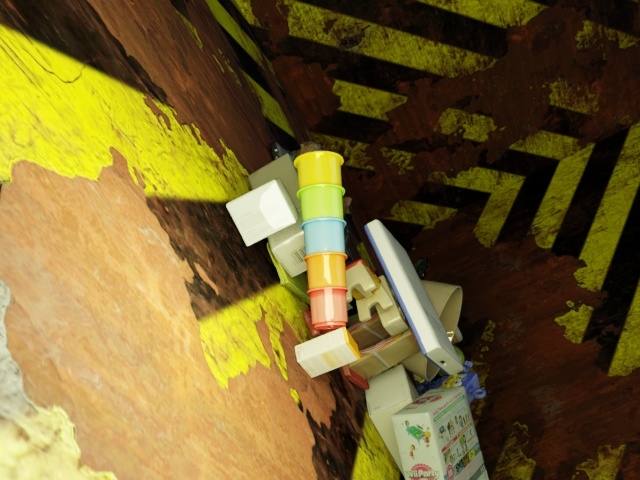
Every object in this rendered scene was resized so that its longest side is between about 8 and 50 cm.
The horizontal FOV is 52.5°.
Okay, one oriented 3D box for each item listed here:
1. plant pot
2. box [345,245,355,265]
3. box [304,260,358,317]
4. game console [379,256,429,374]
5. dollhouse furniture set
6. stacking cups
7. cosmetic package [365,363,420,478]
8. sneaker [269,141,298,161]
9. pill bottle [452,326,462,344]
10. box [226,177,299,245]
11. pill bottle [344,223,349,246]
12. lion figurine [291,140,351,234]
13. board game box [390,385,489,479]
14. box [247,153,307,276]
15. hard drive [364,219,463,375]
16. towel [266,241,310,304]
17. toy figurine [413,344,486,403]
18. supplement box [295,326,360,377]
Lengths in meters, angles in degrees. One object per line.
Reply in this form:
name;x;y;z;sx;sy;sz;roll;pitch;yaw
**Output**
plant pot;0.199;0.199;1.706;0.256;0.274;0.256;-46;145;-45
box;0.067;0.090;1.974;0.295;0.073;0.293;53;14;-56
box;0.025;0.098;1.583;0.156;0.093;0.158;51;16;-59
game console;0.235;0.218;1.893;0.044;0.361;0.213;18;26;-7
dollhouse furniture set;0.085;0.167;1.419;0.374;0.201;0.152;46;19;-47
stacking cups;0.000;0.000;1.175;0.096;0.096;0.316;45;42;-68
cosmetic package;0.227;0.484;1.607;0.309;0.113;0.160;62;9;-19
sneaker;-0.077;-0.243;1.995;0.224;0.098;0.083;54;13;-55
pill bottle;0.306;0.309;2.097;0.152;0.272;0.152;62;7;-13
box;-0.103;-0.055;1.186;0.087;0.101;0.102;63;6;-7
pill bottle;-0.019;-0.048;1.634;0.130;0.130;0.246;67;9;25
lion figurine;0.026;-0.181;2.359;0.240;0.142;0.392;-52;121;-73
board game box;0.277;0.501;1.435;0.224;0.097;0.303;-6;83;-58
box;-0.065;-0.059;1.365;0.094;0.113;0.275;56;9;-40
hard drive;0.203;0.125;1.414;0.210;0.040;0.319;42;22;-56
towel;-0.053;0.086;1.388;0.102;0.021;0.237;62;7;27
toy figurine;0.423;0.464;1.979;0.362;0.217;0.191;-31;106;-44
supplement box;0.013;0.197;1.144;0.036;0.098;0.062;-103;167;-45
